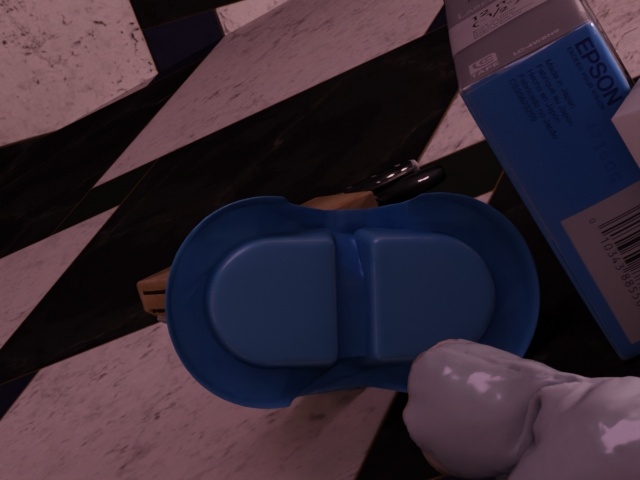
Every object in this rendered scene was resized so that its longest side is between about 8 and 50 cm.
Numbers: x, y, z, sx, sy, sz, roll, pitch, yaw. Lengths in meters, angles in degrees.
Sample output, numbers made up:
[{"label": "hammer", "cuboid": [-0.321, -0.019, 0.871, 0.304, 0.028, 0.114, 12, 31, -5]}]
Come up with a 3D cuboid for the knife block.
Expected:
[{"label": "knife block", "cuboid": [0.000, 0.000, 1.499, 0.088, 0.276, 0.242, -7, 61, 54]}]

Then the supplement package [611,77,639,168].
[{"label": "supplement package", "cuboid": [0.341, -0.079, 1.178, 0.149, 0.194, 0.203, -17, 23, 43]}]

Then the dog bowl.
[{"label": "dog bowl", "cuboid": [0.022, 0.046, 1.350, 0.297, 0.165, 0.074, -2, 0, -9]}]

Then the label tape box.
[{"label": "label tape box", "cuboid": [0.208, -0.094, 1.352, 0.115, 0.249, 0.347, -29, 18, 14]}]

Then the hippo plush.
[{"label": "hippo plush", "cuboid": [0.142, 0.199, 0.872, 0.236, 0.234, 0.294, -65, 21, -12]}]
